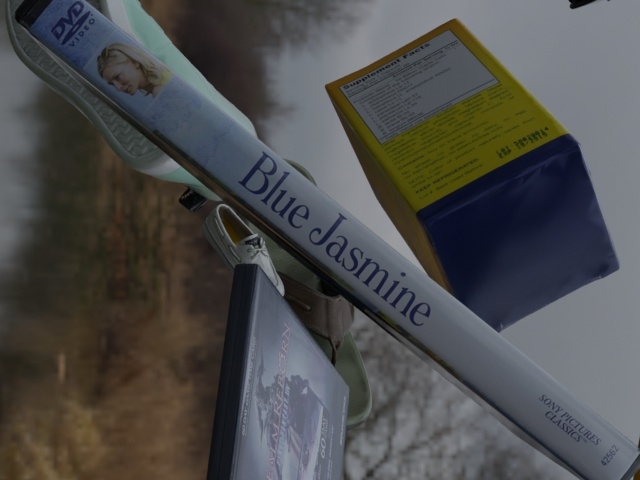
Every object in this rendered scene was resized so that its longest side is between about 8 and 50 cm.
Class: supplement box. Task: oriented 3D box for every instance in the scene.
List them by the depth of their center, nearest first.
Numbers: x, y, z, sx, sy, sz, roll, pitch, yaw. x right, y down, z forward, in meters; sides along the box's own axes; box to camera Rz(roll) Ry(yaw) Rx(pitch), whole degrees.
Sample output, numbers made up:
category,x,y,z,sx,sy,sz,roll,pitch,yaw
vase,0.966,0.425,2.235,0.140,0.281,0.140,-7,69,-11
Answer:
category,x,y,z,sx,sy,sz,roll,pitch,yaw
supplement box,0.173,-0.080,1.740,0.195,0.194,0.356,64,-2,-36

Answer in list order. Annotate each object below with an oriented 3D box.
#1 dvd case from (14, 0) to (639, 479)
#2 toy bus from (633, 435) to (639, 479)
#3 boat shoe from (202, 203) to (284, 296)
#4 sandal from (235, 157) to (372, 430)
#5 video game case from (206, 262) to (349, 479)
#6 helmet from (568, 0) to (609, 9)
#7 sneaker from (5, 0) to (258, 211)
category,x,y,z,sx,sy,sz,roll,pitch,yaw
dvd case,0.000,0.000,0.561,0.022,0.253,0.180,-52,-178,-2
toy bus,0.354,0.317,1.444,0.130,0.108,0.333,-46,142,-61
boat shoe,-0.063,0.010,1.275,0.100,0.035,0.035,52,-43,18
sandal,-0.020,0.048,1.491,0.086,0.120,0.303,-44,-124,57
video game case,-0.029,0.166,1.247,0.274,0.026,0.196,59,32,-58
helmet,0.214,-0.270,1.152,0.161,0.169,0.169,44,45,-83
sneaker,-0.143,-0.124,1.137,0.256,0.094,0.151,54,11,29
